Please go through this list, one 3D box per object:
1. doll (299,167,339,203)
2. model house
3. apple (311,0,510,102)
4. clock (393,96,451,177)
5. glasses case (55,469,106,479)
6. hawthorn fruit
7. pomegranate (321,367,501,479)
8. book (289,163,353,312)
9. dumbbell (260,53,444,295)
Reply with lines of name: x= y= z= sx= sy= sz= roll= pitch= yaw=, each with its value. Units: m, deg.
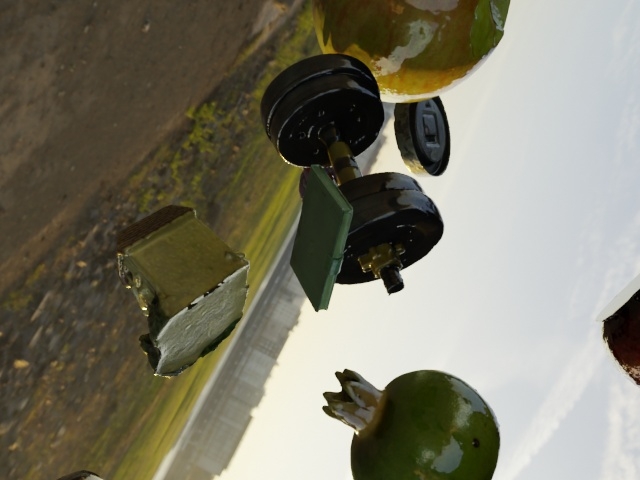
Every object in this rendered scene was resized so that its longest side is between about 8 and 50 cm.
doll: x=-0.011 y=-0.156 z=1.190 sx=0.102 sy=0.075 sz=0.227 roll=-30 pitch=-120 yaw=30
model house: x=-0.325 y=0.098 z=1.468 sx=0.261 sy=0.266 sz=0.321 roll=-35 pitch=160 yaw=-30
apple: x=0.147 y=-0.398 z=1.164 sx=0.339 sy=0.340 sz=0.339 roll=-62 pitch=-178 yaw=3
clock: x=0.230 y=-0.246 z=1.547 sx=0.042 sy=0.215 sz=0.215 roll=-6 pitch=-138 yaw=35
glasses case: x=-0.173 y=0.376 z=0.666 sx=0.085 sy=0.354 sz=0.137 roll=-22 pitch=-156 yaw=-1
hawthorn fruit: x=0.486 y=0.140 z=0.908 sx=0.189 sy=0.251 sz=0.189 roll=-41 pitch=-165 yaw=13
pomegranate: x=0.159 y=0.387 z=1.279 sx=0.310 sy=0.358 sz=0.216 roll=-51 pitch=-167 yaw=30
book: x=0.000 y=0.000 z=0.756 sx=0.103 sy=0.017 sz=0.135 roll=-123 pitch=-142 yaw=-49
dumbbell: x=0.037 y=-0.098 z=0.958 sx=0.185 sy=0.185 sz=0.388 roll=120 pitch=-42 yaw=-50
